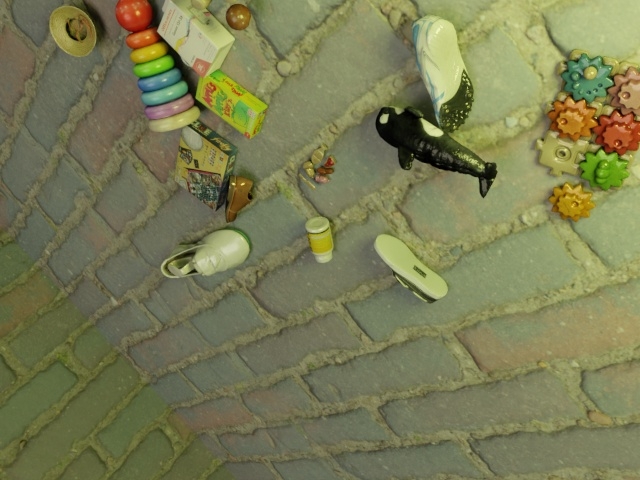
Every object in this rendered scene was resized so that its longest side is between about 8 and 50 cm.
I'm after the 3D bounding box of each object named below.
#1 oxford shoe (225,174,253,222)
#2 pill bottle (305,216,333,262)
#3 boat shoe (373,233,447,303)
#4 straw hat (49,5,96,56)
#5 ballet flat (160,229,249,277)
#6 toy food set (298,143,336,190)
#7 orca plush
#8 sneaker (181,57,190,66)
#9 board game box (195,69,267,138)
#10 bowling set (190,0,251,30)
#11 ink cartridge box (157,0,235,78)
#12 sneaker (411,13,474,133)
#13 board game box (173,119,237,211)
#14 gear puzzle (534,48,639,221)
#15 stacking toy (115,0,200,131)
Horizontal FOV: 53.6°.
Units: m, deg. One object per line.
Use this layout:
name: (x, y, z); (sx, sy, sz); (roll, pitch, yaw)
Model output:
oxford shoe: (-0.231, -0.108, 1.787); (0.075, 0.076, 0.212); (4, 154, -14)
pill bottle: (0.000, 0.000, 1.682); (0.065, 0.065, 0.116); (14, 133, 32)
boat shoe: (0.209, 0.076, 1.562); (0.219, 0.078, 0.070); (42, 141, -1)
straw hat: (-0.655, -0.577, 1.723); (0.144, 0.061, 0.145); (10, 128, 13)
ballet flat: (-0.378, 0.064, 2.019); (0.400, 0.139, 0.139); (-12, 117, 46)
toy food set: (0.001, -0.178, 1.557); (0.078, 0.019, 0.122); (45, 134, -3)
orca plush: (0.208, -0.166, 1.273); (0.287, 0.102, 0.151); (39, 174, 15)
sneaker: (-0.330, -0.468, 1.564); (0.035, 0.031, 0.083); (-18, 112, 47)
board game box: (-0.223, -0.344, 1.576); (0.181, 0.043, 0.092); (37, 142, 8)
bowling set: (-0.201, -0.555, 1.313); (0.286, 0.154, 0.200); (9, 151, 33)
ink cartridge box: (-0.308, -0.497, 1.489); (0.198, 0.067, 0.115); (45, 142, -2)
sneaker: (0.229, -0.313, 1.197); (0.086, 0.085, 0.237); (52, 167, 52)
board game box: (-0.329, -0.212, 1.791); (0.165, 0.042, 0.243); (37, 141, 8)
gear puzzle: (0.472, -0.165, 1.136); (0.175, 0.044, 0.339); (24, 138, 22)
stacking toy: (-0.418, -0.449, 1.596); (0.141, 0.141, 0.331); (6, 122, 37)
